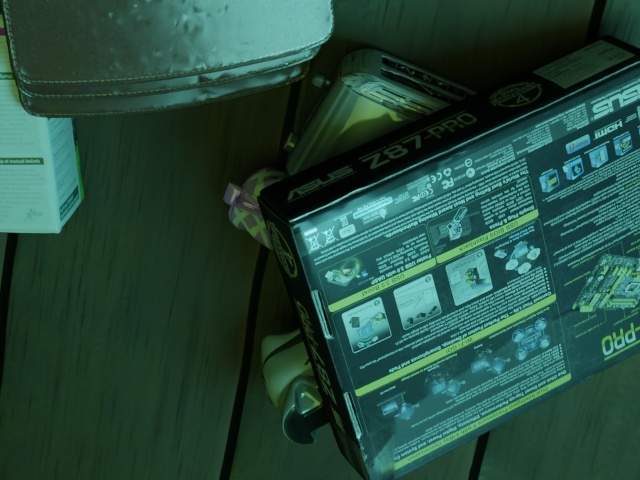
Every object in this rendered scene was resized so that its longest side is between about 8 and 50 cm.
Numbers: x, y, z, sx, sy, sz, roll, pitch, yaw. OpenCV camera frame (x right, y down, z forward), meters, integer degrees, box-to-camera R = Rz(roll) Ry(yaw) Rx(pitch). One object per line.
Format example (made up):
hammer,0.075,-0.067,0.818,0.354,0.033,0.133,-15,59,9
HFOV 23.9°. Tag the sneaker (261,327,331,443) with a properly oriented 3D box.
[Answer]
sneaker,0.084,0.079,1.617,0.330,0.146,0.122,-23,138,-7

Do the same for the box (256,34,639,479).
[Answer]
box,0.167,0.021,1.468,0.394,0.097,0.318,-26,119,-14

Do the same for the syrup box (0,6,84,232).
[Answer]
syrup box,-0.317,-0.134,1.585,0.096,0.093,0.237,2,115,8

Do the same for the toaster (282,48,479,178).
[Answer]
toaster,0.084,-0.092,1.528,0.227,0.129,0.146,23,114,-5

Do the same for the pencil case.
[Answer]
pencil case,0.000,0.000,1.562,0.206,0.088,0.086,32,115,27

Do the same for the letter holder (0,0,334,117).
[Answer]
letter holder,-0.147,-0.203,1.447,0.301,0.152,0.215,-9,117,-9
